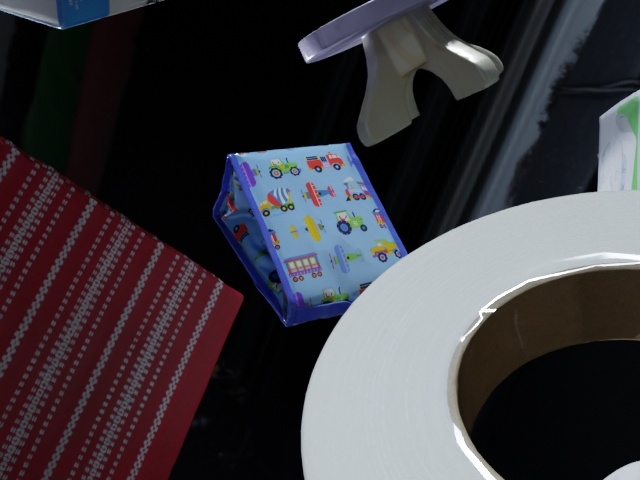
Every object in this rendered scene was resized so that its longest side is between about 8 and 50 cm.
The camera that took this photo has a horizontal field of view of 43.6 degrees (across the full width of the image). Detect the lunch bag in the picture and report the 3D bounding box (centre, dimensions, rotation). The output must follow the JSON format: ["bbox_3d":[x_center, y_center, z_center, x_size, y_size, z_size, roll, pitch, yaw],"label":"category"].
[{"bbox_3d":[0.000,0.000,1.213,0.293,0.221,0.138,58,-36,33],"label":"lunch bag"}]

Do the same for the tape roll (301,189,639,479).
[{"bbox_3d":[0.183,0.105,0.469,0.392,0.392,0.072,26,-38,44],"label":"tape roll"}]

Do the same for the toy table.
[{"bbox_3d":[0.120,-0.247,1.081,0.161,0.274,0.252,63,-14,-7],"label":"toy table"}]

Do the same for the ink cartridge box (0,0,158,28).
[{"bbox_3d":[-0.158,-0.263,0.614,0.086,0.203,0.148,19,-56,23],"label":"ink cartridge box"}]

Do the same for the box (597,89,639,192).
[{"bbox_3d":[0.443,-0.023,0.908,0.127,0.231,0.262,119,-24,-82],"label":"box"}]

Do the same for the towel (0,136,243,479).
[{"bbox_3d":[-0.179,0.064,0.510,0.031,0.275,0.199,-1,-121,45],"label":"towel"}]

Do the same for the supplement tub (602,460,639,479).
[{"bbox_3d":[0.542,0.527,1.209,0.325,0.235,0.235,45,-57,10],"label":"supplement tub"}]
